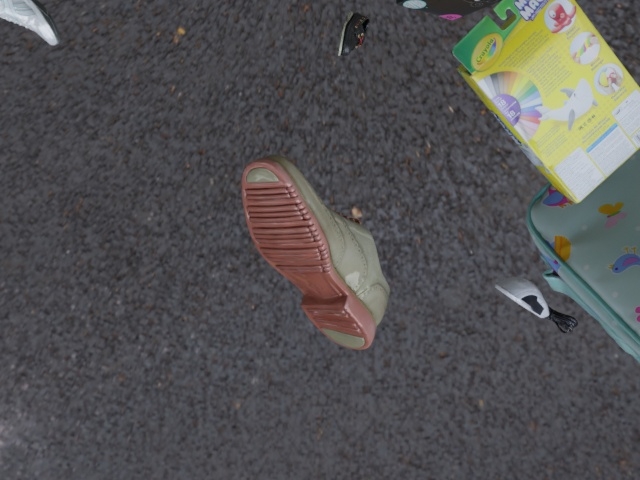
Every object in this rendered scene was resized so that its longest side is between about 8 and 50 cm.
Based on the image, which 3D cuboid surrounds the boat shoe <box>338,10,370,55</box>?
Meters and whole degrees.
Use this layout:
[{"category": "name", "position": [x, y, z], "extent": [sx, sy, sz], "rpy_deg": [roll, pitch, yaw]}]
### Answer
[{"category": "boat shoe", "position": [0.057, -0.354, 1.462], "extent": [0.042, 0.133, 0.049], "rpy_deg": [17, 129, 3]}]

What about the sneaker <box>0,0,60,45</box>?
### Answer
[{"category": "sneaker", "position": [-0.482, -0.371, 1.369], "extent": [0.061, 0.054, 0.152], "rpy_deg": [-38, 110, 6]}]

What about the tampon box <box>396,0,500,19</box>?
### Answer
[{"category": "tampon box", "position": [0.202, -0.393, 1.211], "extent": [0.120, 0.161, 0.101], "rpy_deg": [4, 82, -37]}]

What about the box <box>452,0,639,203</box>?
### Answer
[{"category": "box", "position": [0.195, -0.129, 0.714], "extent": [0.105, 0.043, 0.179], "rpy_deg": [-43, 113, 6]}]

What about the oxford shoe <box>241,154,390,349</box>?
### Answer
[{"category": "oxford shoe", "position": [0.000, 0.000, 1.392], "extent": [0.140, 0.146, 0.397], "rpy_deg": [6, 137, 37]}]

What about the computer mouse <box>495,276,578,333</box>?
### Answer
[{"category": "computer mouse", "position": [0.367, 0.101, 1.465], "extent": [0.193, 0.106, 0.042], "rpy_deg": [29, 99, -49]}]

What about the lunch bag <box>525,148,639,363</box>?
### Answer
[{"category": "lunch bag", "position": [0.333, 0.008, 0.783], "extent": [0.224, 0.279, 0.108], "rpy_deg": [-43, 132, 10]}]
